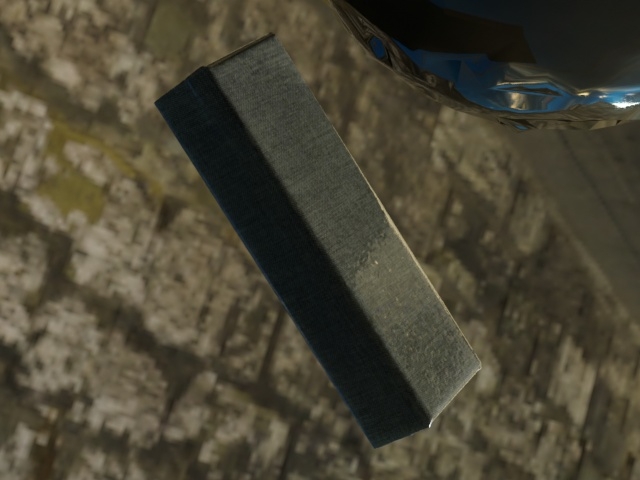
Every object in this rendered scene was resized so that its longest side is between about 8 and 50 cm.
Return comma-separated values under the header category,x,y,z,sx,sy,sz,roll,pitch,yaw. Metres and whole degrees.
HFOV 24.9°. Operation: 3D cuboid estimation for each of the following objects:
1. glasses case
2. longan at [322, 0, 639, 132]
category,x,y,z,sx,sy,sz,roll,pitch,yaw
glasses case,0.000,0.000,0.726,0.047,0.071,0.205,-30,95,36
longan,0.149,-0.267,0.680,0.404,0.404,0.435,6,130,35
